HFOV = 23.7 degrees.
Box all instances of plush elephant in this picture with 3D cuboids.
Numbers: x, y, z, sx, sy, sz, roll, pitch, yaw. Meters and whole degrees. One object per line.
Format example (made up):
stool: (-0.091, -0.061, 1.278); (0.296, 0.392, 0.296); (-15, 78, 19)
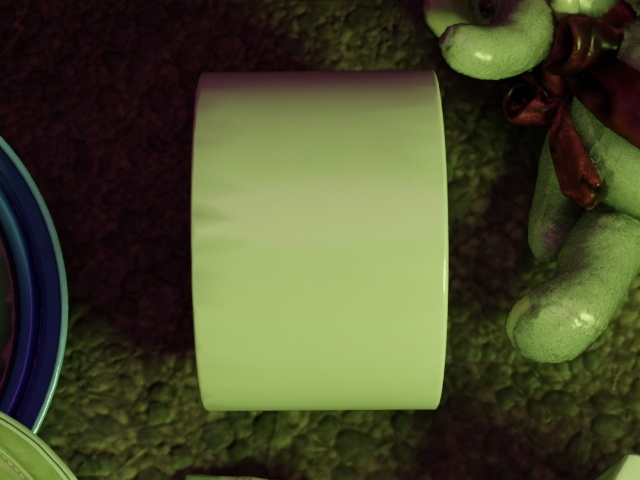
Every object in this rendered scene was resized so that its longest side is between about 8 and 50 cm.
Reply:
plush elephant: (0.199, -0.132, 1.133); (0.255, 0.272, 0.330); (39, 46, -1)

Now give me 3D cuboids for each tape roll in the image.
tape roll: (0.000, 0.000, 1.090); (0.169, 0.246, 0.246); (0, 71, 1)

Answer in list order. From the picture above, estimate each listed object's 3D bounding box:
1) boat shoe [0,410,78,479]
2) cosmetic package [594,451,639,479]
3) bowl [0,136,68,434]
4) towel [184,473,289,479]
boat shoe: (-0.183, 0.238, 1.044); (0.109, 0.094, 0.302); (-34, 91, -14)
cosmetic package: (0.189, 0.362, 1.008); (0.217, 0.156, 0.385); (29, 72, 8)
bowl: (-0.382, 0.054, 1.097); (0.391, 0.077, 0.391); (1, 87, -14)
towel: (-0.046, 0.222, 1.092); (0.152, 0.023, 0.113); (2, 48, 26)
